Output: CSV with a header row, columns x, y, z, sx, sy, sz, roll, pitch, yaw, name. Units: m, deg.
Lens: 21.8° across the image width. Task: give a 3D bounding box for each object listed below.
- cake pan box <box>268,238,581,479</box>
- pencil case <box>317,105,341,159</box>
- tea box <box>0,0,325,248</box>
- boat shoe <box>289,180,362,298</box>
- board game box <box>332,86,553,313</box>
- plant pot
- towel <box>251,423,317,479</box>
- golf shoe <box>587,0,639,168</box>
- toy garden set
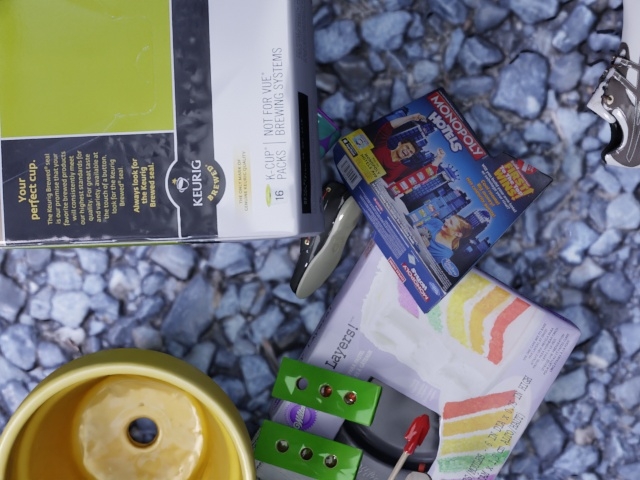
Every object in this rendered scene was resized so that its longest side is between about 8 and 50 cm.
x,y,z,sx,sy,sz,roll,pitch,yaw,name
0.108,0.146,1.783,0.245,0.070,0.267,31,96,-4,cake pan box
-0.050,-0.081,1.746,0.070,0.064,0.152,40,95,-8,pencil case
-0.169,-0.159,1.617,0.323,0.220,0.329,-1,90,6,tea box
0.001,0.000,1.773,0.042,0.049,0.133,34,107,27,boat shoe
0.136,-0.053,1.733,0.194,0.060,0.194,-28,78,-29,board game box
-0.191,0.221,1.695,0.254,0.239,0.254,0,98,-2,plant pot
-0.021,0.408,1.740,0.324,0.056,0.312,35,83,9,towel
0.324,-0.170,1.743,0.094,0.077,0.198,-9,97,-1,golf shoe
0.025,0.267,1.712,0.203,0.049,0.244,16,85,11,toy garden set
